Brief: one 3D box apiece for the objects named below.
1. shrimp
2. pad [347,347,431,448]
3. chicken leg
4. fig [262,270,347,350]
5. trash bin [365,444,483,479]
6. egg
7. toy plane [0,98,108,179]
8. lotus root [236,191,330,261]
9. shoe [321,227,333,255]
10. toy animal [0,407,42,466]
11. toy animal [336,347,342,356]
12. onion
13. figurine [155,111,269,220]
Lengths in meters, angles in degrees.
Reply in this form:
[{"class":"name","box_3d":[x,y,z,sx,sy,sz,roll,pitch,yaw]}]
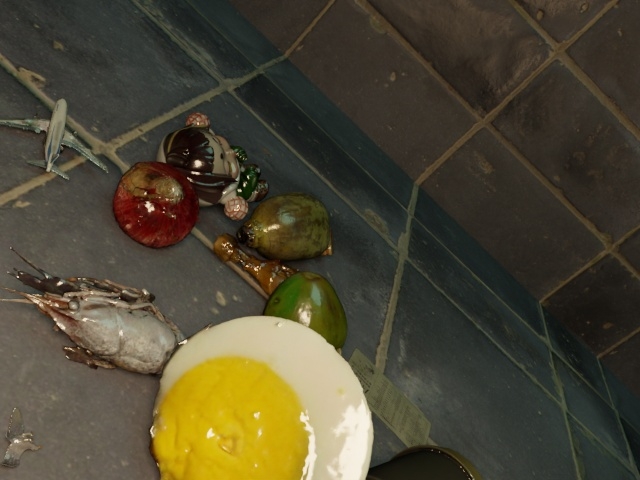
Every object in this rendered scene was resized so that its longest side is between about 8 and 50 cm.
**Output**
[{"class":"shrimp","box_3d":[-0.334,0.112,1.014,0.343,0.116,0.145,36,24,-37]},{"class":"pad","box_3d":[0.157,0.371,1.539,0.265,0.009,0.159,46,23,-1]},{"class":"chicken leg","box_3d":[-0.128,0.067,1.478,0.252,0.087,0.107,33,4,-13]},{"class":"fig","box_3d":[-0.030,0.158,1.377,0.181,0.191,0.181,7,22,-3]},{"class":"trash bin","box_3d":[0.161,0.467,1.140,0.334,0.214,0.214,10,42,-52]},{"class":"egg","box_3d":[-0.075,0.280,0.990,0.337,0.337,0.201,55,-2,20]},{"class":"toy plane","box_3d":[-0.514,-0.204,1.288,0.226,0.058,0.226,24,28,-33]},{"class":"lotus root","box_3d":[-0.079,-0.026,1.614,0.173,0.173,0.309,52,27,13]},{"class":"shoe","box_3d":[0.000,-0.001,1.791,0.072,0.069,0.109,76,3,-55]},{"class":"toy animal","box_3d":[-0.373,0.251,0.836,0.050,0.028,0.084,23,32,-26]},{"class":"toy animal","box_3d":[0.016,0.287,1.315,0.098,0.098,0.137,44,61,-5]},{"class":"onion","box_3d":[-0.308,-0.076,1.302,0.184,0.147,0.183,17,65,-39]},{"class":"figurine","box_3d":[-0.246,-0.158,1.536,0.281,0.167,0.370,64,20,14]}]
